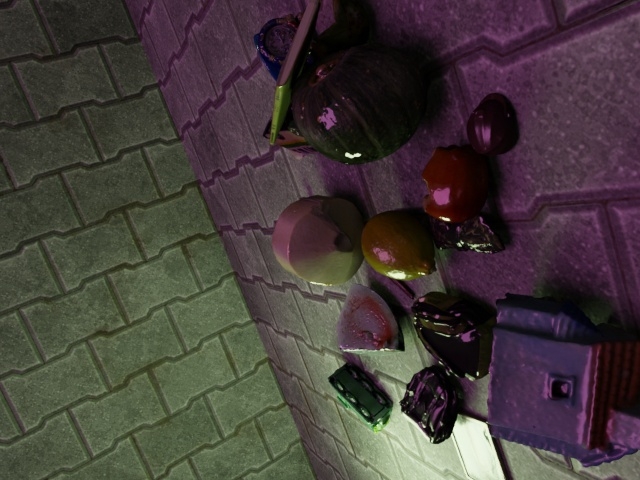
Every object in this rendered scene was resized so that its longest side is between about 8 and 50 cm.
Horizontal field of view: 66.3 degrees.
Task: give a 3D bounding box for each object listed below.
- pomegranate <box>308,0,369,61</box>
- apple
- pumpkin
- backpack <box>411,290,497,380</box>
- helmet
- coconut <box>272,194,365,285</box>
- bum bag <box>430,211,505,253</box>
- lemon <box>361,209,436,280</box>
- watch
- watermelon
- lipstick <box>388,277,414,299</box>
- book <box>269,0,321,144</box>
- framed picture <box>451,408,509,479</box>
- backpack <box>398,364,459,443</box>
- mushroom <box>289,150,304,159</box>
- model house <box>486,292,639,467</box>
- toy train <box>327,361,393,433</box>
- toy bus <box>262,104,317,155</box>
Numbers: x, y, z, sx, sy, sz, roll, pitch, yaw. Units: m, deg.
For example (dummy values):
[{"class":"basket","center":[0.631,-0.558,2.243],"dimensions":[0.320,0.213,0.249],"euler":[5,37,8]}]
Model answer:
[{"class":"pomegranate","center":[0.054,-0.507,1.218],"dimensions":[0.143,0.122,0.169],"euler":[34,103,58]},{"class":"apple","center":[0.294,-0.127,1.061],"dimensions":[0.147,0.156,0.158],"euler":[30,127,39]},{"class":"pumpkin","center":[0.084,-0.320,1.147],"dimensions":[0.257,0.292,0.327],"euler":[48,-175,-32]},{"class":"backpack","center":[0.349,0.243,1.302],"dimensions":[0.253,0.140,0.206],"euler":[27,134,48]},{"class":"helmet","center":[0.334,-0.225,0.982],"dimensions":[0.098,0.070,0.123],"euler":[-1,113,65]},{"class":"coconut","center":[0.000,0.000,1.615],"dimensions":[0.323,0.323,0.322],"euler":[46,149,38]},{"class":"bum bag","center":[0.336,-0.020,1.171],"dimensions":[0.102,0.069,0.248],"euler":[48,161,-17]},{"class":"lemon","center":[0.211,0.018,1.322],"dimensions":[0.248,0.184,0.184],"euler":[49,151,41]},{"class":"watch","center":[-0.106,-0.567,1.483],"dimensions":[0.196,0.171,0.200],"euler":[67,171,-6]},{"class":"watermelon","center":[0.149,0.289,1.667],"dimensions":[0.320,0.214,0.289],"euler":[158,90,-77]},{"class":"lipstick","center":[0.237,0.124,1.562],"dimensions":[0.176,0.027,0.027],"euler":[47,150,34]},{"class":"book","center":[-0.075,-0.406,1.232],"dimensions":[0.035,0.239,0.352],"euler":[20,167,-6]},{"class":"framed picture","center":[0.495,0.669,1.550],"dimensions":[0.213,0.016,0.289],"euler":[-3,110,64]},{"class":"backpack","center":[0.353,0.513,1.562],"dimensions":[0.206,0.133,0.258],"euler":[42,130,46]},{"class":"mushroom","center":[-0.098,-0.382,1.705],"dimensions":[0.212,0.088,0.097],"euler":[64,-171,16]},{"class":"model house","center":[0.516,0.269,0.944],"dimensions":[0.330,0.252,0.294],"euler":[6,95,38]},{"class":"toy train","center":[0.176,0.676,2.086],"dimensions":[0.330,0.139,0.178],"euler":[36,152,43]},{"class":"toy bus","center":[-0.034,-0.349,1.479],"dimensions":[0.179,0.143,0.305],"euler":[28,172,-29]}]
